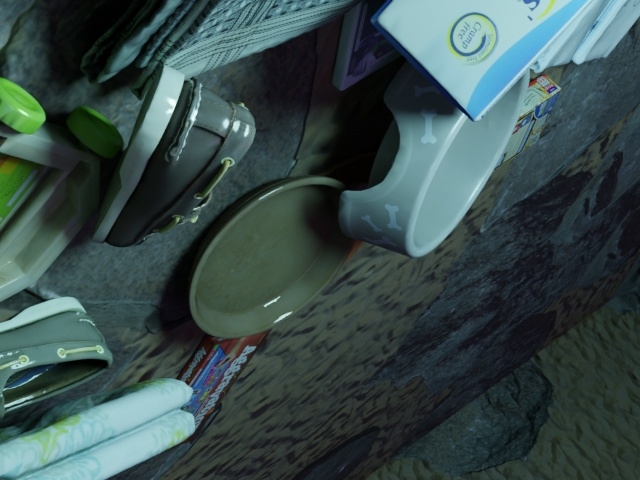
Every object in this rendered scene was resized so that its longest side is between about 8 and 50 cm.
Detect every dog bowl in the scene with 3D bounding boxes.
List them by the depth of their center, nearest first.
[{"bbox_3d":[0.164,-0.130,1.516,0.349,0.102,0.349,-51,161,-25],"label":"dog bowl"}]

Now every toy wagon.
[{"bbox_3d":[-0.332,-0.026,0.979,0.267,0.068,0.344,-48,158,11],"label":"toy wagon"}]

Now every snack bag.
[{"bbox_3d":[0.481,-0.397,1.733,0.323,0.037,0.342,-54,164,28],"label":"snack bag"}]

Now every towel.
[{"bbox_3d":[-0.027,-0.229,0.987,0.324,0.056,0.312,-24,179,-34],"label":"towel"},{"bbox_3d":[-0.361,0.254,1.248,0.320,0.090,0.374,-20,178,35],"label":"towel"}]

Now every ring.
[{"bbox_3d":[0.000,0.000,1.682,0.336,0.032,0.337,-37,158,-18],"label":"ring"}]

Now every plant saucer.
[{"bbox_3d":[-0.068,0.018,1.518,0.277,0.041,0.278,-29,145,-22],"label":"plant saucer"}]

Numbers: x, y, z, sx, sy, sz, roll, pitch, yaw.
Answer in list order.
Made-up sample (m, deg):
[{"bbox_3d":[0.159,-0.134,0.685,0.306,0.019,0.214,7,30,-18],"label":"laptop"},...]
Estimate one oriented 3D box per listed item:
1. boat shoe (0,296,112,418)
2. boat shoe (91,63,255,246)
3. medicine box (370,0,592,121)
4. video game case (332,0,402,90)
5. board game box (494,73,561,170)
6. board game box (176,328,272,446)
[{"bbox_3d":[-0.368,0.156,1.227,0.305,0.091,0.109,-24,152,-41],"label":"boat shoe"},{"bbox_3d":[-0.148,-0.059,1.079,0.324,0.096,0.117,135,-27,-62],"label":"boat shoe"},{"bbox_3d":[0.201,-0.271,1.177,0.263,0.149,0.289,-47,180,10],"label":"medicine box"},{"bbox_3d":[0.095,-0.280,1.329,0.173,0.022,0.190,-34,157,-25],"label":"video game case"},{"bbox_3d":[0.305,-0.178,1.872,0.193,0.045,0.147,-33,157,-25],"label":"board game box"},{"bbox_3d":[-0.194,0.242,1.800,0.145,0.027,0.281,-14,144,-55],"label":"board game box"}]
